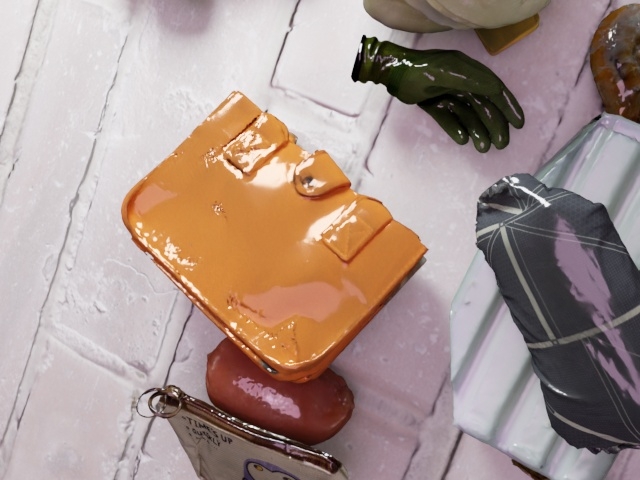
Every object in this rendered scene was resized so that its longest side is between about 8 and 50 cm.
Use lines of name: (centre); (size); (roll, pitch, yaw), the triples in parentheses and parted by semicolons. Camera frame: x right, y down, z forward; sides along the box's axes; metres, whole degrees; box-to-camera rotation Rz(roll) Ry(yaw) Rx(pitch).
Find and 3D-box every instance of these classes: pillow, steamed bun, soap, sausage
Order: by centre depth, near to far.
pillow: (0.282, 0.078, 0.663); (0.161, 0.092, 0.335); (-26, 83, 40)
soap: (0.331, 0.071, 0.783); (0.261, 0.156, 0.446); (26, 100, 17)
steamed bun: (0.154, -0.393, 0.784); (0.346, 0.394, 0.238); (15, 127, -18)
sausage: (-0.076, 0.239, 0.938); (0.254, 0.148, 0.148); (28, 100, 15)

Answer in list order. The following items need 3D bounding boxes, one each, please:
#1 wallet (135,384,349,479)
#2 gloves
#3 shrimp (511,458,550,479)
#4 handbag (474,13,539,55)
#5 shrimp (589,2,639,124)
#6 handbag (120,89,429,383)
wallet: (-0.112, 0.354, 0.923); (0.335, 0.068, 0.275); (15, 138, 20)
gloves: (0.172, -0.225, 0.856); (0.268, 0.135, 0.107); (30, 75, 5)
shrimp: (0.380, 0.402, 0.826); (0.267, 0.061, 0.145); (39, 112, 13)
handbag: (0.273, -0.319, 0.865); (0.083, 0.027, 0.061); (-31, 82, 19)
shrimp: (0.439, -0.232, 0.794); (0.132, 0.051, 0.188); (-5, 87, 20)
handbag: (-0.077, -0.010, 0.894); (0.410, 0.116, 0.303); (41, 84, 18)
